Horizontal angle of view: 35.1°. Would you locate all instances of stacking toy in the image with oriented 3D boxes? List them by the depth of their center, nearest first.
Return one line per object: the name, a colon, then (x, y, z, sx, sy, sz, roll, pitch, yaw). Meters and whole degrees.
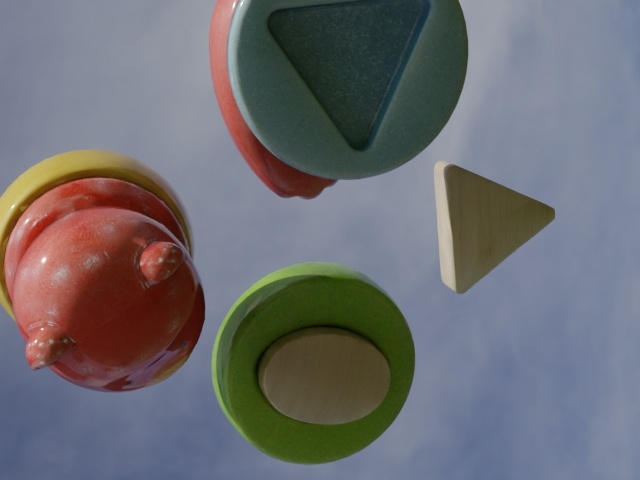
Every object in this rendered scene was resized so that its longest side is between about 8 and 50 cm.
stacking toy: (0.000, 0.000, 0.570, 0.279, 0.130, 0.309, 42, -90, -21)
